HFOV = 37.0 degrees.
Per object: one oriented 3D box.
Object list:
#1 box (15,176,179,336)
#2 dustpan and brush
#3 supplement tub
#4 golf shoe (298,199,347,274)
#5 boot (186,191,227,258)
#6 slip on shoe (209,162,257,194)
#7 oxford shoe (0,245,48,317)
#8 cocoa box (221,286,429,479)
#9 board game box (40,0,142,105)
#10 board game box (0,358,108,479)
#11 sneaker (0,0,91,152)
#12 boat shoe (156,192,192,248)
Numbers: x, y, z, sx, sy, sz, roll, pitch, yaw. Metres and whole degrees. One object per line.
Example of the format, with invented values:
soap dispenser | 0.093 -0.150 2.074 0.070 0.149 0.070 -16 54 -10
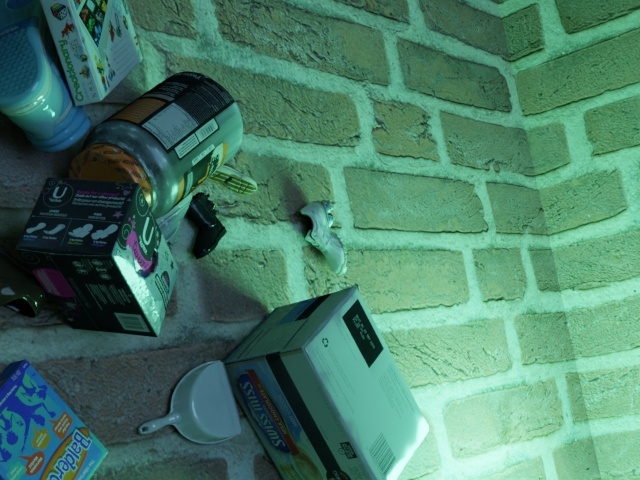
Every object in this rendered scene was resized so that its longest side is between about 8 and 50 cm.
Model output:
box | -0.341 0.029 1.518 0.247 0.163 0.142 76 22 -55
dustpan and brush | -0.239 0.309 1.720 0.211 0.060 0.147 -12 84 -60
supplement tub | -0.291 -0.160 1.711 0.193 0.193 0.316 60 40 -16
golf shoe | 0.000 0.000 2.145 0.086 0.069 0.176 -19 89 -33
boot | -0.233 -0.032 1.859 0.099 0.045 0.121 61 31 -20
slip on shoe | -0.184 -0.134 1.962 0.135 0.051 0.041 21 49 -40
oxford shoe | -0.506 0.057 1.447 0.227 0.083 0.096 31 56 -42
cocoa box | 0.011 0.309 1.885 0.231 0.228 0.347 -44 112 -49
board game box | -0.387 -0.365 1.645 0.305 0.053 0.193 -83 160 -67
board game box | -0.440 0.312 1.458 0.210 0.047 0.160 55 41 -23
sneaker | -0.474 -0.278 1.606 0.208 0.127 0.319 65 10 -53
boat shoe | -0.303 -0.017 1.750 0.227 0.079 0.081 -52 133 -47
